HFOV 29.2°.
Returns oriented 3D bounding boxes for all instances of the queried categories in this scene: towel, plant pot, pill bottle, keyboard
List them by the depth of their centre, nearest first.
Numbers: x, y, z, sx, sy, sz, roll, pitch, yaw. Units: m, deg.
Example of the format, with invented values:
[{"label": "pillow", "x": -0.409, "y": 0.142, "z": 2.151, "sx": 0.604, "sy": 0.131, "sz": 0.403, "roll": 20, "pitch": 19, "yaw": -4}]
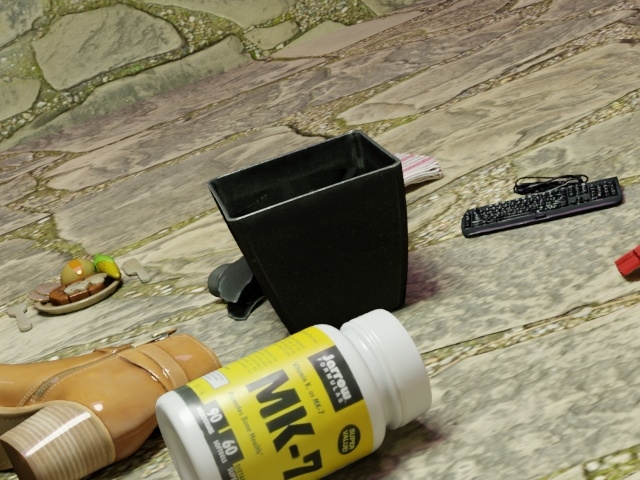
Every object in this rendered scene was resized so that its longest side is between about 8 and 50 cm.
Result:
[{"label": "pill bottle", "x": -0.021, "y": 0.142, "z": 1.022, "sx": 0.208, "sy": 0.119, "sz": 0.119, "roll": -24, "pitch": 20, "yaw": -18}, {"label": "plant pot", "x": 0.000, "y": 0.000, "z": 1.340, "sx": 0.187, "sy": 0.167, "sz": 0.188, "roll": -20, "pitch": 18, "yaw": -7}, {"label": "keyboard", "x": 0.261, "y": -0.054, "z": 1.470, "sx": 0.192, "sy": 0.038, "sz": 0.100, "roll": -12, "pitch": 19, "yaw": 12}, {"label": "towel", "x": 0.067, "y": -0.085, "z": 1.751, "sx": 0.144, "sy": 0.029, "sz": 0.197, "roll": -25, "pitch": 18, "yaw": -23}]

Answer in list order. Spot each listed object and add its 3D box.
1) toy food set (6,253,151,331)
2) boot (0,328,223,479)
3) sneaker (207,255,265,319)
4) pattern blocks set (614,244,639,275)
[{"label": "toy food set", "x": -0.333, "y": 0.058, "z": 1.665, "sx": 0.192, "sy": 0.039, "sz": 0.132, "roll": -23, "pitch": 19, "yaw": -16}, {"label": "boot", "x": -0.250, "y": 0.140, "z": 1.244, "sx": 0.220, "sy": 0.109, "sz": 0.283, "roll": -30, "pitch": 24, "yaw": -30}, {"label": "sneaker", "x": -0.071, "y": 0.036, "z": 1.487, "sx": 0.089, "sy": 0.051, "sz": 0.170, "roll": 3, "pitch": 32, "yaw": 46}, {"label": "pattern blocks set", "x": 0.443, "y": -0.075, "z": 1.148, "sx": 0.285, "sy": 0.026, "sz": 0.325, "roll": -29, "pitch": -10, "yaw": -29}]
